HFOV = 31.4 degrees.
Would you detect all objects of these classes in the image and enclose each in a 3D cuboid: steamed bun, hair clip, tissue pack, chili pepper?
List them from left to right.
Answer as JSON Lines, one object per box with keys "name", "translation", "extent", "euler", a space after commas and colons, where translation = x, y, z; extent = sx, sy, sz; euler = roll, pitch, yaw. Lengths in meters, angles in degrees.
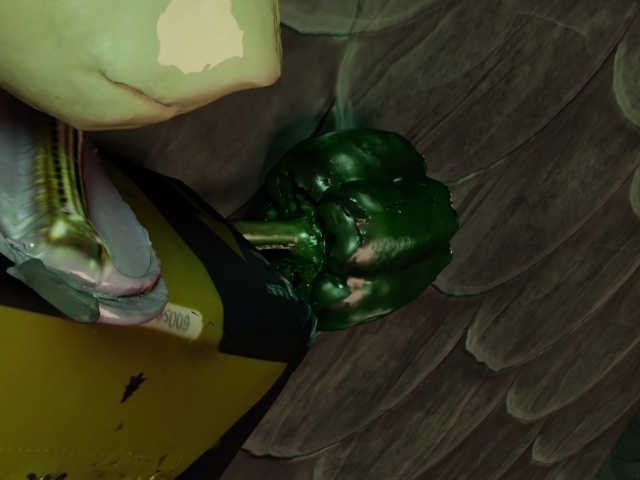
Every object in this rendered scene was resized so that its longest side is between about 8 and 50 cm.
{"name": "tissue pack", "translation": [-0.227, 0.059, 0.733], "extent": [0.264, 0.253, 0.416], "euler": [-52, 151, 9]}
{"name": "hair clip", "translation": [-0.151, -0.063, 0.620], "extent": [0.095, 0.359, 0.110], "euler": [-20, 121, 2]}
{"name": "steamed bun", "translation": [-0.127, -0.192, 0.542], "extent": [0.203, 0.289, 0.276], "euler": [-6, -178, 0]}
{"name": "chili pepper", "translation": [0.000, 0.000, 1.036], "extent": [0.261, 0.165, 0.174], "euler": [-14, 150, -39]}
